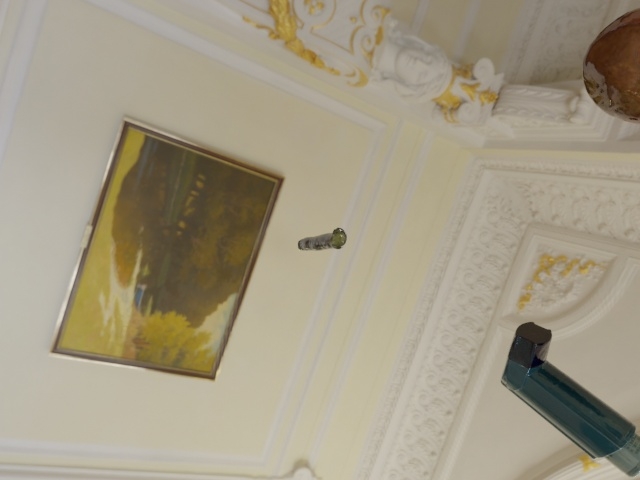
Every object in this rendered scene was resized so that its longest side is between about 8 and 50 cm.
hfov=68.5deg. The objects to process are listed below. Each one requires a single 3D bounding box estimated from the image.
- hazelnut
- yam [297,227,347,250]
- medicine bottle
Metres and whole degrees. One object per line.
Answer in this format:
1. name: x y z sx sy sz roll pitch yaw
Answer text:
1. hazelnut: 0.247 -0.135 0.363 0.086 0.086 0.086 -42 -141 47
2. yam: 0.000 0.000 0.733 0.129 0.027 0.033 -5 -102 63
3. medicine bottle: 0.414 0.259 0.776 0.258 0.079 0.124 42 -53 29
